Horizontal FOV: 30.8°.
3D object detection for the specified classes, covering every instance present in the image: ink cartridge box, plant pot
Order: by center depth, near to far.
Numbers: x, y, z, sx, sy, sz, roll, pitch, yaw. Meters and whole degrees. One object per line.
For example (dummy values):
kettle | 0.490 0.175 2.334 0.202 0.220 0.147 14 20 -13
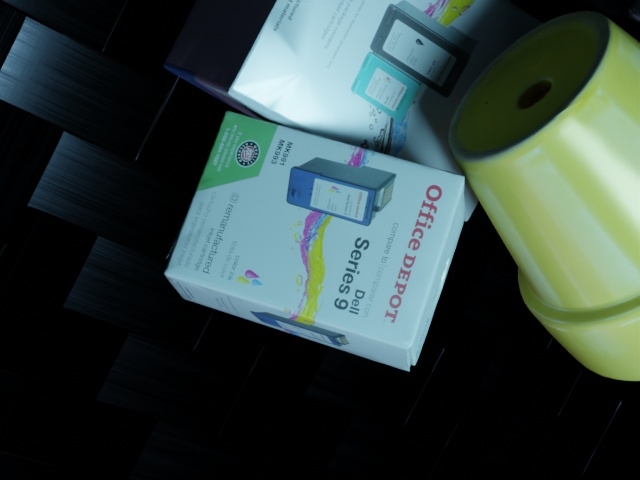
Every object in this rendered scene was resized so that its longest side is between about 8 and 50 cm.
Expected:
ink cartridge box | 0.000 0.000 0.968 0.212 0.154 0.093 18 165 10
plant pot | 0.242 -0.050 0.972 0.239 0.254 0.254 42 176 -24
ink cartridge box | 0.037 -0.174 1.080 0.270 0.197 0.198 26 -177 -28

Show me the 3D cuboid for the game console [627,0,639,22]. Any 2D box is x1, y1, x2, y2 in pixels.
game console | 0.257 -0.144 0.705 0.122 0.071 0.107 27 153 7
